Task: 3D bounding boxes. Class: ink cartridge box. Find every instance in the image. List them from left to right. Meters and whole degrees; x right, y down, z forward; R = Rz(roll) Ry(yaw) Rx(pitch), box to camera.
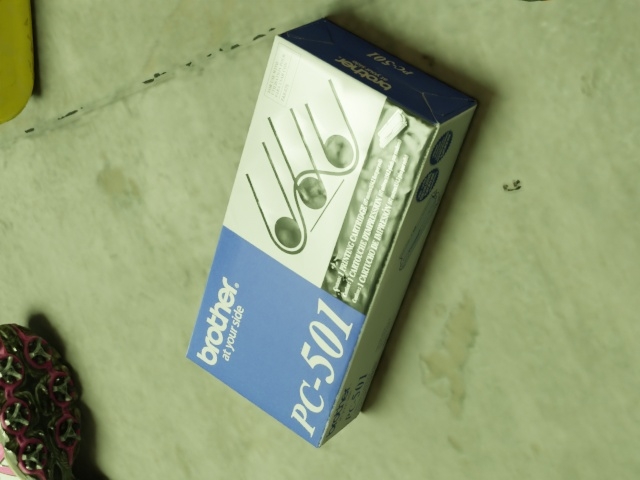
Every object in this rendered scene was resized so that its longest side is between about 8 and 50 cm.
[{"bbox_3d":[0.000,0.000,0.713,0.097,0.046,0.207,32,125,21],"label":"ink cartridge box"}]

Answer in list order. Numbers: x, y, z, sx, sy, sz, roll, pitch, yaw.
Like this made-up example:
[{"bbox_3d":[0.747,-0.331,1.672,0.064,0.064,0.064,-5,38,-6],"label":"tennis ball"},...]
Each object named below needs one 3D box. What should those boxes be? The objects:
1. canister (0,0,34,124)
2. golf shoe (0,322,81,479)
[{"bbox_3d":[-0.256,-0.138,0.813,0.169,0.073,0.126,15,118,27],"label":"canister"},{"bbox_3d":[-0.195,0.143,0.896,0.086,0.067,0.186,-4,108,37],"label":"golf shoe"}]
